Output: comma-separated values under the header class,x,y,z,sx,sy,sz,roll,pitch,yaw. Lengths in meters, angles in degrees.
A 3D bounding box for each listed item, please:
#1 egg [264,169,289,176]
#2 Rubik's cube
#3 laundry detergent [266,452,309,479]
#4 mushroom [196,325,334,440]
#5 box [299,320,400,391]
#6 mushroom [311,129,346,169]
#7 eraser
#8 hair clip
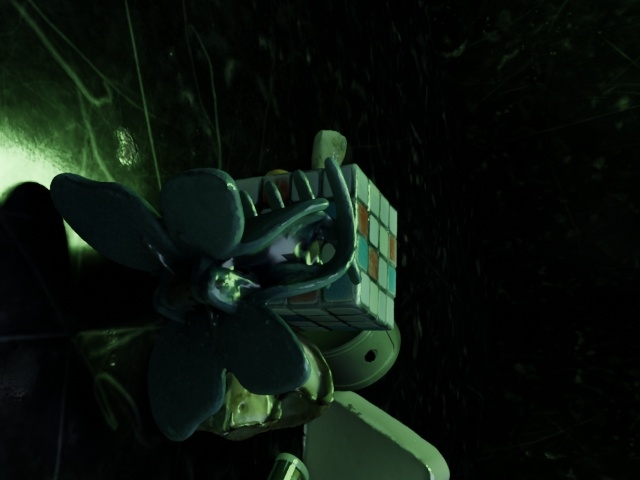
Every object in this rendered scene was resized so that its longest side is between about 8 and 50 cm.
class,x,y,z,sx,sy,sz,roll,pitch,yaw
egg,-0.082,-0.110,1.222,0.096,0.080,0.080,50,42,-54
Rubik's cube,-0.009,0.030,1.079,0.259,0.256,0.253,36,53,-62
laundry detergent,-0.093,0.527,1.095,0.226,0.070,0.099,-58,143,-49
mushroom,-0.128,0.241,0.981,0.267,0.164,0.190,-5,61,-30
box,0.046,0.194,1.259,0.149,0.226,0.226,61,35,-39
mushroom,0.005,-0.175,1.412,0.092,0.081,0.223,81,22,-51
eraser,0.079,0.536,1.284,0.150,0.331,0.331,24,64,-62
hair clip,-0.118,0.034,0.775,0.238,0.318,0.392,-32,102,-50
